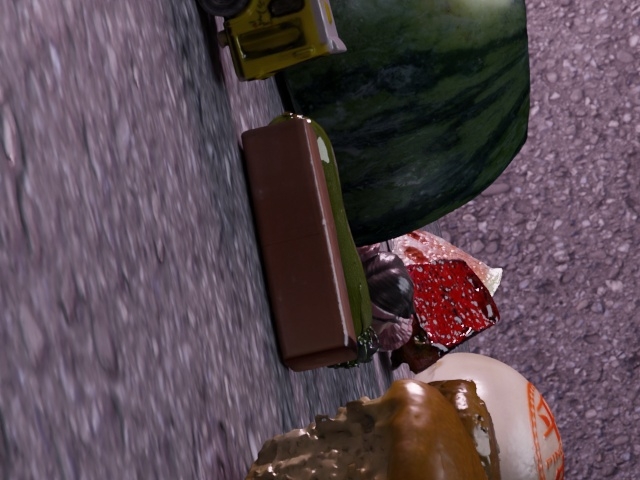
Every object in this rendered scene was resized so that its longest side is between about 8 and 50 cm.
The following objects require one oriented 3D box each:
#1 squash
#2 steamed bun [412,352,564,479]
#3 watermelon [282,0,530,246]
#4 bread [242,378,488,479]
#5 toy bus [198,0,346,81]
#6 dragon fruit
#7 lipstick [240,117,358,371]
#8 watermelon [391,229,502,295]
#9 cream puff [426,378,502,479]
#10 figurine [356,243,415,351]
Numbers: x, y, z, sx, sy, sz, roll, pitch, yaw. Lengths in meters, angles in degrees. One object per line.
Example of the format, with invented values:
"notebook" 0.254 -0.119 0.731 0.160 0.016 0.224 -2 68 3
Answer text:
"squash" 0.000 0.000 1.195 0.052 0.052 0.183 -88 162 -68
"steamed bun" 0.187 0.229 1.961 0.232 0.145 0.231 -13 90 -84
"watermelon" 0.051 -0.143 1.491 0.201 0.213 0.261 -121 -164 -51
"bread" 0.039 0.182 0.854 0.245 0.121 0.174 73 5 -50
"toy bus" -0.048 -0.209 1.093 0.081 0.074 0.226 -38 114 -84
"dragon fruit" 0.092 0.075 1.759 0.147 0.096 0.102 -9 74 -53
"lipstick" -0.012 0.003 1.103 0.045 0.045 0.145 49 29 -73
"watermelon" 0.137 0.044 2.101 0.098 0.121 0.158 -53 129 -53
"cream puff" 0.081 0.169 1.336 0.144 0.103 0.126 66 17 -60
"figurine" 0.056 0.048 1.583 0.129 0.054 0.072 69 6 -64
